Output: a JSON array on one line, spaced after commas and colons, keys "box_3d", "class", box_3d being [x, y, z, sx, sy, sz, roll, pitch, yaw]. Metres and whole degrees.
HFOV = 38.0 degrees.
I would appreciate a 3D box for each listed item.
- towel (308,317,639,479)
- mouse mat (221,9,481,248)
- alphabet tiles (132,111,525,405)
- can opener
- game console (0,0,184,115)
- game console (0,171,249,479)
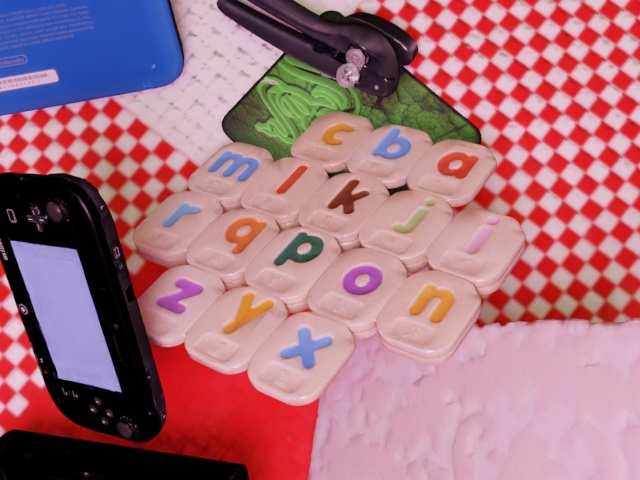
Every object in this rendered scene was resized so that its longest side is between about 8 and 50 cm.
[{"box_3d": [0.097, 0.212, 0.625, 0.053, 0.331, 0.317, 14, 77, -33], "class": "towel"}, {"box_3d": [0.026, -0.096, 0.817, 0.189, 0.007, 0.153, 41, 86, 11], "class": "mouse mat"}, {"box_3d": [0.000, 0.000, 0.704, 0.284, 0.021, 0.278, 18, 51, 30], "class": "alphabet tiles"}, {"box_3d": [-0.009, -0.179, 0.810, 0.186, 0.073, 0.059, 23, 122, 11], "class": "can opener"}, {"box_3d": [-0.283, -0.261, 0.820, 0.293, 0.250, 0.173, -9, 38, 3], "class": "game console"}, {"box_3d": [-0.165, 0.118, 0.664, 0.213, 0.044, 0.362, 2, 117, 24], "class": "game console"}]
